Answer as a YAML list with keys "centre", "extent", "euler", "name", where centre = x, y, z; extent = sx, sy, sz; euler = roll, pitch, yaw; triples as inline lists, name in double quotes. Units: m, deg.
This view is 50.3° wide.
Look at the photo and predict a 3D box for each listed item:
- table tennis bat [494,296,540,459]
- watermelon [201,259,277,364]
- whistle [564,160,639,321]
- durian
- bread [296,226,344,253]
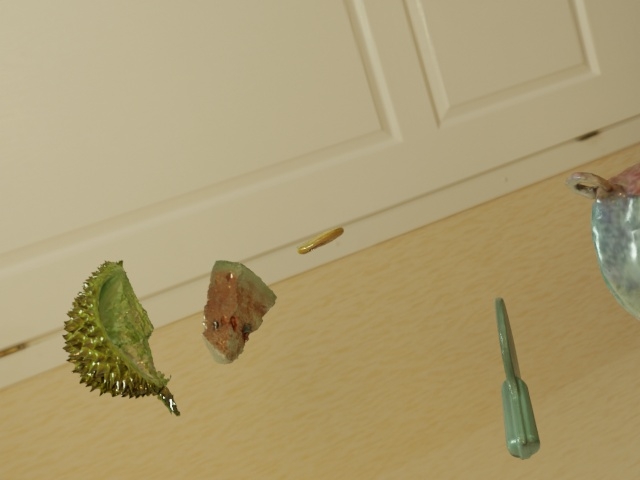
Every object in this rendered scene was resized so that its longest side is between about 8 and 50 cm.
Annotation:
- centre: [0.255, 0.180, 0.902]
  extent: [0.244, 0.040, 0.152]
  euler: [-79, -28, -53]
  name: "table tennis bat"
- centre: [-0.191, 0.159, 1.466]
  extent: [0.154, 0.095, 0.241]
  euler: [54, -145, -35]
  name: "watermelon"
- centre: [0.312, 0.032, 0.429]
  extent: [0.346, 0.133, 0.142]
  euler: [24, 144, -1]
  name: "whistle"
- centre: [-0.224, 0.108, 0.749]
  extent: [0.215, 0.100, 0.086]
  euler: [62, 141, 29]
  name: "durian"
- centre: [0.000, 0.000, 1.425]
  extent: [0.024, 0.110, 0.110]
  euler: [62, 163, 2]
  name: "bread"
